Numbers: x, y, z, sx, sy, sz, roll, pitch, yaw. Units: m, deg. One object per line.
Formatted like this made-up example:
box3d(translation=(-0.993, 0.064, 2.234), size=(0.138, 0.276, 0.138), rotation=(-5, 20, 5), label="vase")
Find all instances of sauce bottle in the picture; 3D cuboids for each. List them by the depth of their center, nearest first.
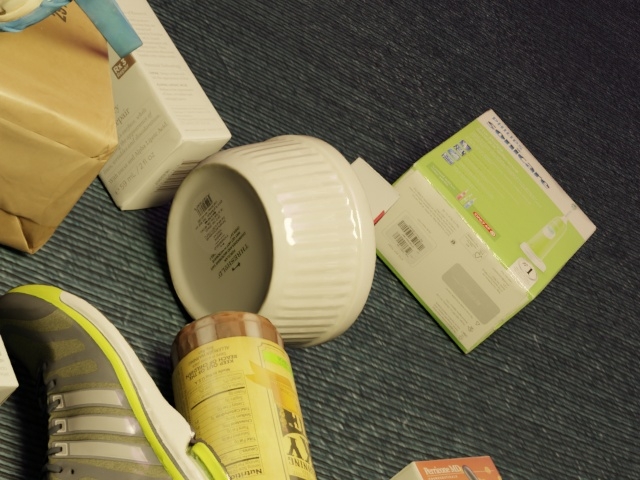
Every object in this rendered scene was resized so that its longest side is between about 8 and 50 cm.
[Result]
box3d(translation=(-0.054, 0.222, 1.355), size=(0.111, 0.111, 0.344), rotation=(21, 41, -37), label="sauce bottle")

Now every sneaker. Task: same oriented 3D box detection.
box3d(translation=(-0.184, 0.153, 1.268), size=(0.121, 0.111, 0.300), rotation=(-31, 61, -26), label="sneaker")

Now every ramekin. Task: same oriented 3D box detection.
box3d(translation=(-0.056, 0.005, 1.522), size=(0.109, 0.207, 0.207), rotation=(-6, 58, -42), label="ramekin")

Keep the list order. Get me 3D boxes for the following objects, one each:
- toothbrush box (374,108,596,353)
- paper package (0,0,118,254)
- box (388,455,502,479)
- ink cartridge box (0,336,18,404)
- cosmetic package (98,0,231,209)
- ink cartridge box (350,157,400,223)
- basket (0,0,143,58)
box3d(translation=(0.192, -0.018, 1.931), size=(0.206, 0.122, 0.283), rotation=(48, 31, 3), label="toothbrush box")
box3d(translation=(-0.348, -0.190, 1.410), size=(0.309, 0.168, 0.325), rotation=(24, 37, -35), label="paper package")
box3d(translation=(0.133, 0.301, 1.513), size=(0.130, 0.091, 0.170), rotation=(4, 51, -49), label="box")
box3d(translation=(-0.328, 0.057, 1.237), size=(0.127, 0.072, 0.175), rotation=(6, 50, -48), label="ink cartridge box")
box3d(translation=(-0.201, -0.157, 1.606), size=(0.085, 0.117, 0.231), rotation=(-8, 60, -56), label="cosmetic package")
box3d(translation=(0.000, 0.000, 1.642), size=(0.063, 0.150, 0.109), rotation=(43, 30, 1), label="ink cartridge box")
box3d(translation=(-0.247, -0.287, 1.315), size=(0.255, 0.201, 0.289), rotation=(55, -4, 11), label="basket")
